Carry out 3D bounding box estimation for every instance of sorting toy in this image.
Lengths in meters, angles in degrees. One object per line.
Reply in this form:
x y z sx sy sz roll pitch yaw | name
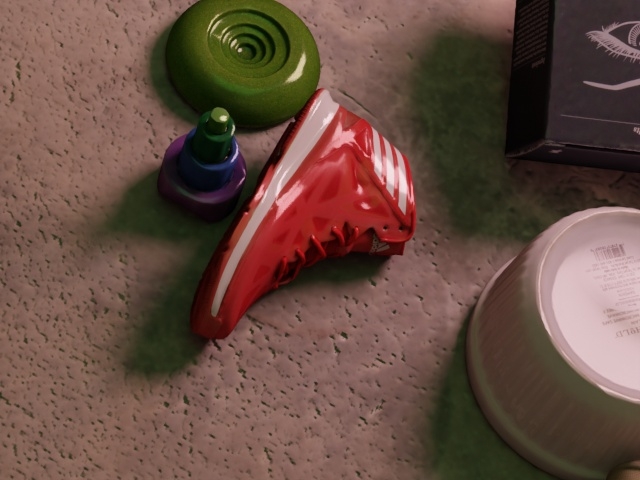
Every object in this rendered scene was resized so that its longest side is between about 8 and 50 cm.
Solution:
-0.044 -0.192 1.466 0.127 0.126 0.365 19 57 -3 | sorting toy

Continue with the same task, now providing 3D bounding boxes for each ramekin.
0.222 0.073 1.392 0.207 0.109 0.207 6 60 -10 | ramekin

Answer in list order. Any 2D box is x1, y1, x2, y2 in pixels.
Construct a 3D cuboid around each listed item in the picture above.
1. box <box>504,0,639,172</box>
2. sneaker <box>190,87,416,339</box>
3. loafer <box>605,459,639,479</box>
0.240 -0.162 1.489 0.153 0.108 0.207 7 85 -11 | box
0.000 0.000 1.393 0.128 0.087 0.221 31 70 -6 | sneaker
0.259 0.279 1.288 0.092 0.102 0.268 -16 67 -28 | loafer
